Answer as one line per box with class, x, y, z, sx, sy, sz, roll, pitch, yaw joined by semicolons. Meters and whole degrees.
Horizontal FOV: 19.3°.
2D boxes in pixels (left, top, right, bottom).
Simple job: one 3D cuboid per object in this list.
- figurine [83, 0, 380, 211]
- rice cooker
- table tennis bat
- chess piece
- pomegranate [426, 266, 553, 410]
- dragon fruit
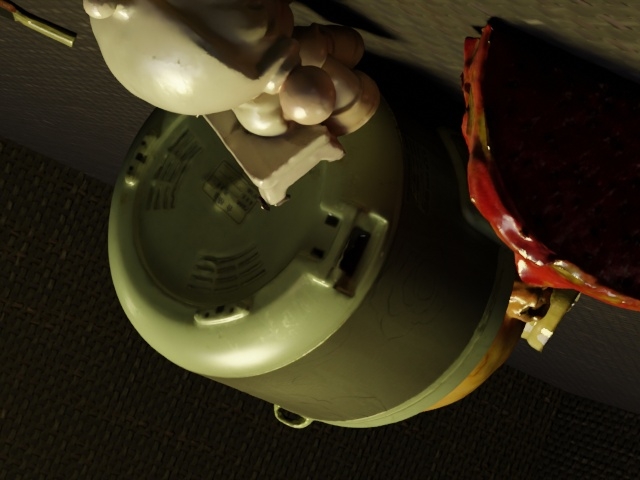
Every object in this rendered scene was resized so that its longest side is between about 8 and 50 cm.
figurine;-0.073;-0.134;1.238;0.144;0.182;0.256;-23;151;15
rice cooker;0.001;-0.001;1.527;0.288;0.288;0.277;19;175;37
table tennis bat;-0.319;-0.232;1.895;0.156;0.013;0.087;24;174;-7
chess piece;0.201;0.042;2.231;0.200;0.090;0.090;33;177;9
pomegranate;0.095;0.042;1.794;0.270;0.229;0.252;4;143;22
dragon fruit;0.183;-0.023;1.243;0.262;0.134;0.211;23;178;-6
